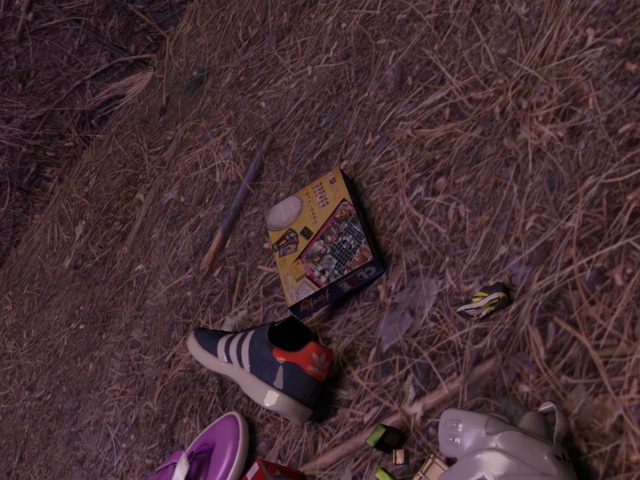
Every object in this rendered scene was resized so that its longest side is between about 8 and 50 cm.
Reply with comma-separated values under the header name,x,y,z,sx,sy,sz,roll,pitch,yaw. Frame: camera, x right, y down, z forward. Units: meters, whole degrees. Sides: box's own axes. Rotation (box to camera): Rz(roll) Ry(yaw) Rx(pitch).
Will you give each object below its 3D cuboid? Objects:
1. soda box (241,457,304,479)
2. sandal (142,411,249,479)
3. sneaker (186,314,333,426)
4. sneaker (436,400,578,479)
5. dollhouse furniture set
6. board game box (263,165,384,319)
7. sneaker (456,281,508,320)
name,x,y,z,sx,sy,sz,roll,pitch,yaw
soda box,-0.121,0.465,1.409,0.263,0.092,0.083,-54,36,14
sandal,-0.271,0.455,1.609,0.416,0.102,0.169,-49,37,21
sneaker,-0.097,0.185,1.547,0.350,0.131,0.148,21,77,52
sneaker,0.159,0.330,1.089,0.366,0.137,0.210,-29,46,33
dollhouse furniture set,0.129,0.311,1.236,0.152,0.059,0.076,36,91,37
board game box,0.000,0.000,1.551,0.165,0.042,0.243,-30,42,13
sneaker,0.223,0.083,1.258,0.083,0.031,0.035,-25,36,38
